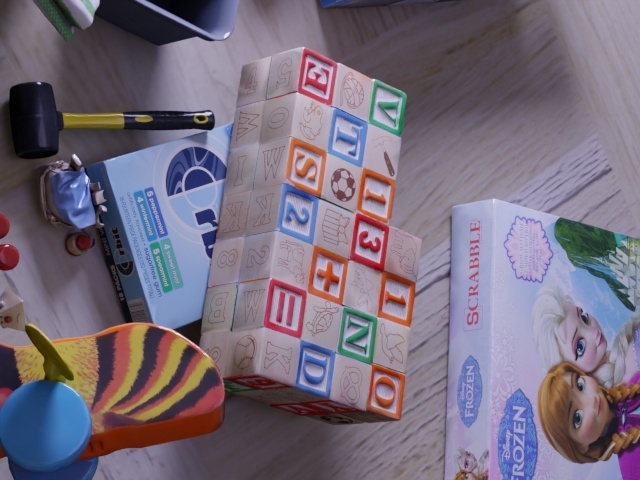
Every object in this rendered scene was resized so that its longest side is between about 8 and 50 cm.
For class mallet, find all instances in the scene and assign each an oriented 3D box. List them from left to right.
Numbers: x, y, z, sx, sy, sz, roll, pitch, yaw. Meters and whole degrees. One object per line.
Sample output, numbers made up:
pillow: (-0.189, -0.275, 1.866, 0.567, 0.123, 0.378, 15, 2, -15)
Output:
mallet: (-0.177, -0.111, 1.514, 0.189, 0.039, 0.062, -11, 85, -34)

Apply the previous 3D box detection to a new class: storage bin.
storage bin: (-0.149, -0.227, 1.540, 0.135, 0.091, 0.098, 24, 67, -37)

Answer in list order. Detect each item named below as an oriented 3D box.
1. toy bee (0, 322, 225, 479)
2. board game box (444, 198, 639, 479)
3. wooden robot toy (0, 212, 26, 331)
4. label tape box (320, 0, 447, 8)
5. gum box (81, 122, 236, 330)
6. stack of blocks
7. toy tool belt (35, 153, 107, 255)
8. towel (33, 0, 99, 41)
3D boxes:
toy bee: (-0.231, 0.116, 1.362, 0.298, 0.195, 0.162, -12, 66, -31)
board game box: (0.264, 0.142, 1.850, 0.318, 0.066, 0.319, 12, 74, -39)
wooden robot toy: (-0.290, 0.002, 1.392, 0.079, 0.076, 0.173, -21, 96, -31)
label tape box: (0.129, -0.366, 1.799, 0.333, 0.106, 0.241, -10, 90, -43)
gum box: (-0.109, -0.013, 1.569, 0.184, 0.041, 0.157, -20, 95, -43)
stack of blocks: (0.000, 0.000, 1.576, 0.171, 0.087, 0.297, 21, 69, -39)
toy tool belt: (-0.203, -0.029, 1.481, 0.052, 0.051, 0.083, -25, 99, -41)
towel: (-0.239, -0.335, 1.393, 0.248, 0.038, 0.325, 53, 22, -36)
